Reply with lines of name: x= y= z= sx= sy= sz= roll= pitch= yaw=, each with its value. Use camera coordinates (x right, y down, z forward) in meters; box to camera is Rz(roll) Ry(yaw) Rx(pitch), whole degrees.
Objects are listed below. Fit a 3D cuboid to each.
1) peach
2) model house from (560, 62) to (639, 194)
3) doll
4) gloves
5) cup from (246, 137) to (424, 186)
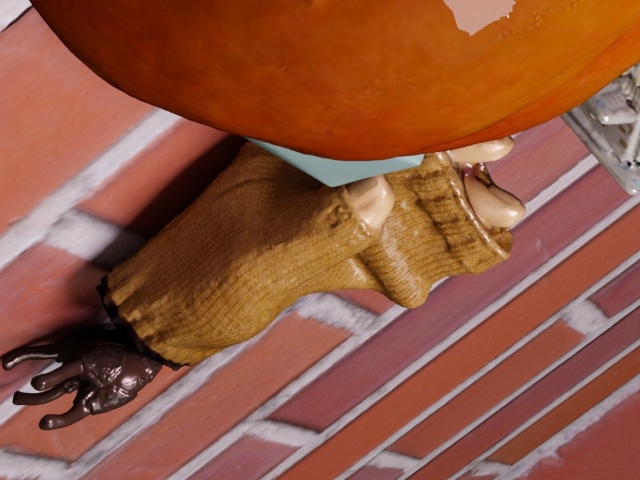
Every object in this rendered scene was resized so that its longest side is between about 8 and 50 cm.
peach: x=0.018 y=-0.186 z=0.666 sx=0.302 sy=0.342 sz=0.343 roll=-40 pitch=158 yaw=31
model house: x=0.237 y=-0.186 z=1.105 sx=0.198 sy=0.224 sz=0.215 roll=-26 pitch=151 yaw=-17
doll: x=-0.183 y=0.104 z=1.270 sx=0.165 sy=0.057 sz=0.139 roll=-18 pitch=-167 yaw=-25
gloves: x=-0.011 y=-0.011 z=1.184 sx=0.356 sy=0.155 sz=0.203 roll=-20 pitch=166 yaw=19
cup: x=-0.029 y=-0.122 z=0.975 sx=0.134 sy=0.148 sz=0.236 roll=-46 pitch=150 yaw=20
